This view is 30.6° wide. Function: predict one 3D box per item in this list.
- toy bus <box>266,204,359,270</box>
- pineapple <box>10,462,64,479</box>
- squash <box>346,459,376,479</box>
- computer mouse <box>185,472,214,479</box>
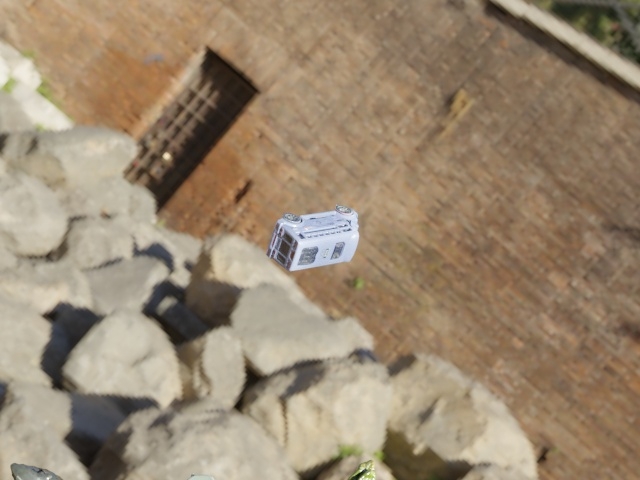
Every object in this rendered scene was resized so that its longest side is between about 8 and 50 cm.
[{"bbox_3d":[0.000,0.000,1.798,0.167,0.073,0.076,-10,38,-42],"label":"toy bus"},{"bbox_3d":[-0.476,0.442,1.750,0.223,0.357,0.223,51,20,-26],"label":"pineapple"},{"bbox_3d":[0.040,0.409,1.655,0.090,0.200,0.075,5,-26,26],"label":"squash"},{"bbox_3d":[-0.161,0.367,1.636,0.110,0.056,0.032,-133,-142,-51],"label":"computer mouse"}]
